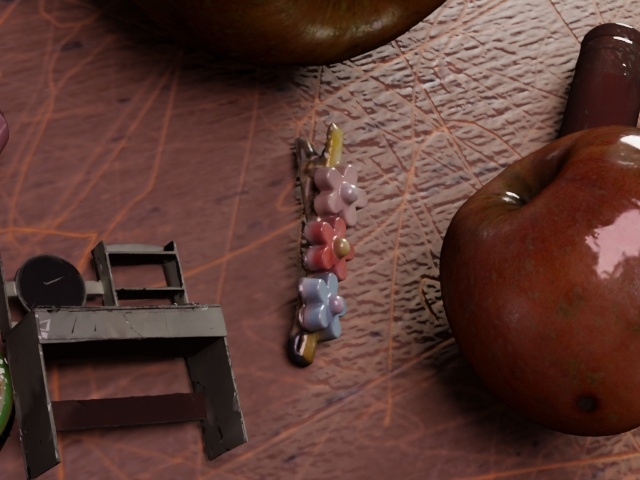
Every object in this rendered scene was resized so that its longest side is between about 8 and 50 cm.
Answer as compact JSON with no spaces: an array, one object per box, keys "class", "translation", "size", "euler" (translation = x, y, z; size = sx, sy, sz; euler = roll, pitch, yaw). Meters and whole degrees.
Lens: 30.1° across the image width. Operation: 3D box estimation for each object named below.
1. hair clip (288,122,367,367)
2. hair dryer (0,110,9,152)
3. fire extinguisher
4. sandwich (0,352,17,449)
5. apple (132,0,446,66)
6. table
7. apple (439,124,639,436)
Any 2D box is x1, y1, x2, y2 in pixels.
[{"class":"hair clip","translation":[0.006,-0.002,0.972],"size":[0.062,0.056,0.214],"euler":[37,45,-48]},{"class":"hair dryer","translation":[-0.312,0.013,0.760],"size":[0.210,0.125,0.352],"euler":[26,47,-5]},{"class":"fire extinguisher","translation":[0.267,-0.088,1.149],"size":[0.089,0.072,0.268],"euler":[60,40,-43]},{"class":"sandwich","translation":[-0.240,0.118,0.797],"size":[0.069,0.026,0.101],"euler":[7,59,-20]},{"class":"apple","translation":[-0.031,-0.335,0.978],"size":[0.384,0.374,0.374],"euler":[8,57,-59]},{"class":"table","translation":[-0.143,0.071,0.836],"size":[0.146,0.062,0.175],"euler":[1,66,-38]},{"class":"apple","translation":[0.223,0.039,0.956],"size":[0.253,0.253,0.254],"euler":[12,60,-22]}]
